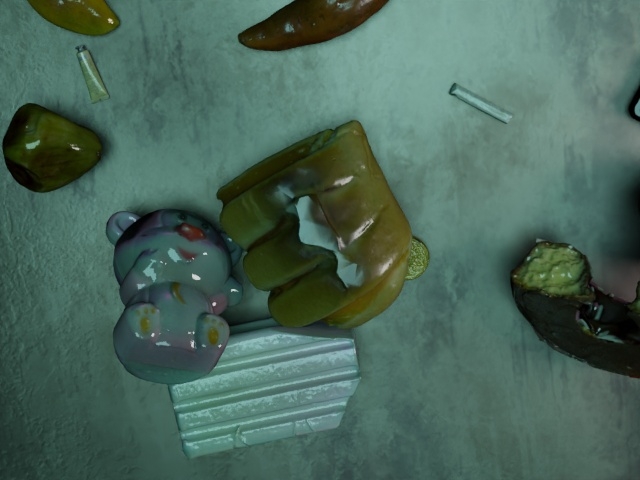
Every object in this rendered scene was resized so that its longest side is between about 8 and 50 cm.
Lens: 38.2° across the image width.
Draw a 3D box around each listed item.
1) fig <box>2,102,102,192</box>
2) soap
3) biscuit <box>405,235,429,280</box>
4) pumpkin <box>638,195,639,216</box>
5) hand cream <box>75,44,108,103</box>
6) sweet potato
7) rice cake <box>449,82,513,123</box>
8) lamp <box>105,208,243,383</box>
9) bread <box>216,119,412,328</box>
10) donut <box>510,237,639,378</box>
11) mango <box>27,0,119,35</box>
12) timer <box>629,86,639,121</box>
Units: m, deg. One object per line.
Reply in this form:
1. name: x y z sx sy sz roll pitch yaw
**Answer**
1. fig: -0.467 -0.164 1.612 0.165 0.144 0.154 -6 84 -17
2. soap: -0.097 0.252 1.682 0.346 0.115 0.208 -12 100 4
3. biscuit: 0.157 0.032 1.684 0.083 0.023 0.084 0 99 2
4. pumpkin: 0.624 -0.021 1.572 0.162 0.219 0.219 -35 97 28
5. hand cream: -0.411 -0.298 1.650 0.035 0.022 0.102 -18 104 4
6. sweet potato: 0.028 -0.407 1.574 0.359 0.112 0.112 -34 97 11
7. rice cake: 0.284 -0.242 1.637 0.121 0.021 0.022 27 94 -5
8. lamp: -0.258 0.098 1.592 0.247 0.301 0.247 9 140 -17
9. bread: 0.000 0.000 1.587 0.300 0.210 0.341 -22 95 9
10. donut: 0.514 0.123 1.573 0.259 0.345 0.136 53 57 -40
11. mango: -0.440 -0.419 1.611 0.187 0.066 0.101 34 100 -12
12. timer: 0.641 -0.270 1.604 0.144 0.055 0.187 26 100 -3
